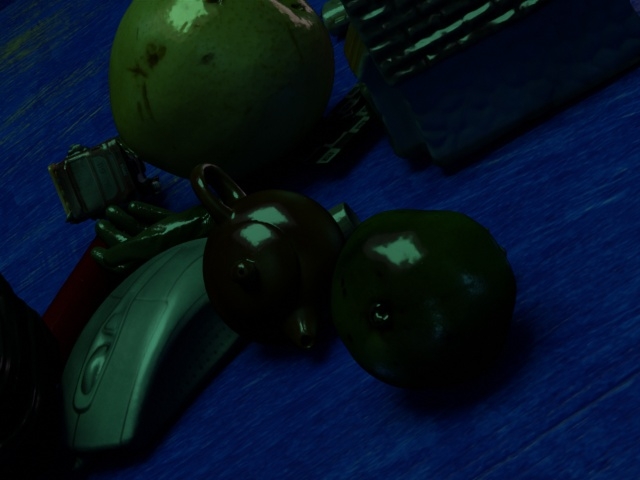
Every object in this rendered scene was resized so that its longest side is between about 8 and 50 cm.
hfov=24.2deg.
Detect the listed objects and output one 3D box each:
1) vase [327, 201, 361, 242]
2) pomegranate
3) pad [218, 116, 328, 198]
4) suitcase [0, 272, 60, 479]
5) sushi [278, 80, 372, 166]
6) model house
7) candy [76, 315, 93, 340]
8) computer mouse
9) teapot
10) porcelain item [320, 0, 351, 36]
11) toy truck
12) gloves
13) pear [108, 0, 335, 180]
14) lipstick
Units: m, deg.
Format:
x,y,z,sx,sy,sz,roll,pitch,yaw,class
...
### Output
x,y,z,sx,sy,sz,roll,pitch,yaw,class
0.000,0.000,1.802,0.100,0.053,0.053,-31,26,14,vase
0.116,0.048,1.477,0.187,0.187,0.225,-13,9,36,pomegranate
-0.070,-0.115,2.097,0.190,0.004,0.127,-38,20,8,pad
-0.478,0.209,1.724,0.345,0.188,0.339,-27,33,5,suitcase
0.047,-0.160,2.041,0.201,0.031,0.139,-48,22,-21,sushi
0.158,-0.331,1.812,0.360,0.339,0.297,-27,36,8,model house
-0.266,0.105,1.902,0.103,0.043,0.103,-46,0,0,candy
-0.199,0.114,1.773,0.188,0.122,0.371,-2,44,49,computer mouse
-0.070,0.014,1.668,0.178,0.252,0.135,-40,-12,18,teapot
0.105,-0.387,2.334,0.213,0.054,0.084,-21,29,23,porcelain item
-0.312,-0.092,2.162,0.135,0.114,0.270,-22,4,0,toy truck
-0.192,-0.004,1.960,0.268,0.107,0.135,-7,11,31,gloves
-0.136,-0.227,2.024,0.309,0.309,0.309,-27,27,15,pear
-0.319,0.076,2.022,0.073,0.073,0.280,-17,31,32,lipstick
